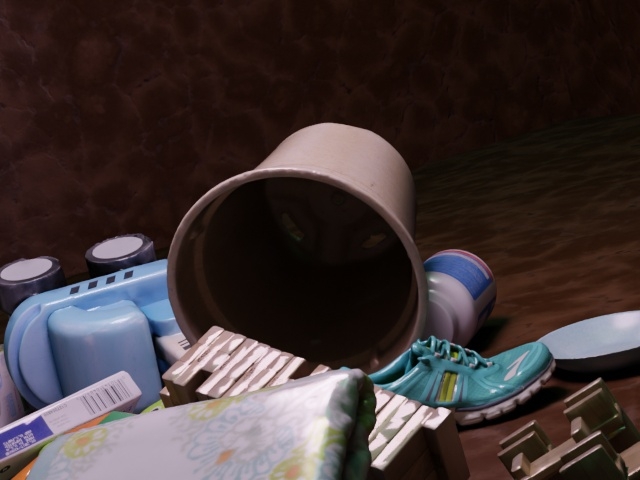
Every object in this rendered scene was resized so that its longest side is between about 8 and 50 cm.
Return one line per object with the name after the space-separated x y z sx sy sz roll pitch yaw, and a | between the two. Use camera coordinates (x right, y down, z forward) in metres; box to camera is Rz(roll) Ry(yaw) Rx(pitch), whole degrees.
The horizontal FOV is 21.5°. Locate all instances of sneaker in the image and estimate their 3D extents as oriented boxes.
0.148 0.164 1.993 0.275 0.110 0.107 -15 9 -12 | sneaker

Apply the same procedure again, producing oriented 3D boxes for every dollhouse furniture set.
0.290 0.219 1.506 0.242 0.161 0.212 -34 4 13 | dollhouse furniture set

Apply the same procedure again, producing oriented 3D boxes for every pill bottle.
0.166 0.094 2.351 0.124 0.124 0.221 -11 8 20 | pill bottle

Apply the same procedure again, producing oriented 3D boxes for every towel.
-0.125 0.273 1.389 0.320 0.090 0.374 -12 35 21 | towel

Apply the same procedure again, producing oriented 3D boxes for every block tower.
-0.016 0.183 1.694 0.335 0.091 0.097 15 48 38 | block tower

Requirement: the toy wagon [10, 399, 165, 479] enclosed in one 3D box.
-0.249 0.265 1.837 0.344 0.068 0.267 -42 22 -26 | toy wagon

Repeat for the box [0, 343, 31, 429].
-0.524 0.236 2.552 0.103 0.114 0.203 -11 8 16 | box

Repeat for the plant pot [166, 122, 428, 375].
0.000 0.000 2.227 0.333 0.334 0.305 -11 22 18 | plant pot

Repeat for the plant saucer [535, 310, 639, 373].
0.362 0.132 2.103 0.195 0.037 0.195 -13 9 2 | plant saucer

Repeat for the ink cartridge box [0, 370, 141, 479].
-0.340 0.271 2.052 0.223 0.045 0.224 -25 -23 -36 | ink cartridge box

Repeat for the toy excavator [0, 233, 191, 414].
-0.225 0.157 2.443 0.433 0.222 0.445 -15 23 -16 | toy excavator
